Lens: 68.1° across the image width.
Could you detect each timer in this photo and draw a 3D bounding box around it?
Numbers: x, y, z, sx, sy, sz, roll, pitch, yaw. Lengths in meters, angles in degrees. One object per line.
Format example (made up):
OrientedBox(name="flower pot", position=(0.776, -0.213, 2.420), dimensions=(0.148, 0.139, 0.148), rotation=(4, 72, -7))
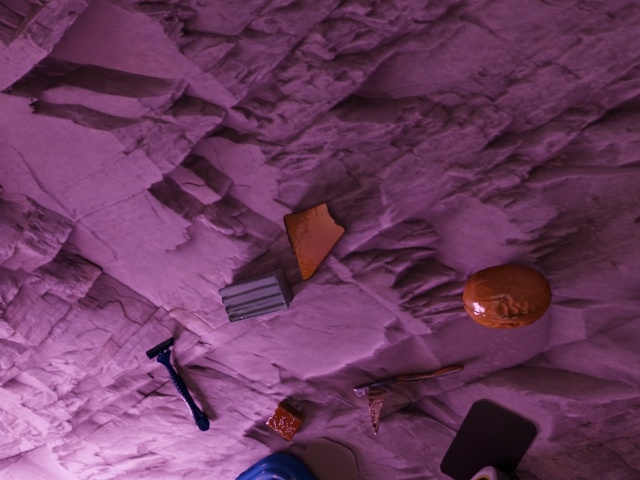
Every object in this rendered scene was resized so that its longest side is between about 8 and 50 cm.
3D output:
OrientedBox(name="timer", position=(-0.120, 0.852, 1.473), dimensions=(0.309, 0.115, 0.340), rotation=(-40, 87, 19))

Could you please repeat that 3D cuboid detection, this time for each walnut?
OrientedBox(name="walnut", position=(0.450, 0.136, 1.145), dimensions=(0.206, 0.159, 0.159), rotation=(-5, 100, 10))

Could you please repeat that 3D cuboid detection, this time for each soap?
OrientedBox(name="soap", position=(-0.187, 0.162, 1.382), dimensions=(0.198, 0.063, 0.115), rotation=(-16, 98, 19))

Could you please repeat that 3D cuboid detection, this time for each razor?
OrientedBox(name="razor", position=(-0.448, 0.475, 1.533), dimensions=(0.056, 0.093, 0.324), rotation=(-16, 103, 59))

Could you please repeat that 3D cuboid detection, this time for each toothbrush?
OrientedBox(name="toothbrush", position=(0.242, 0.389, 1.323), dimensions=(0.320, 0.023, 0.031), rotation=(-21, 101, 20))

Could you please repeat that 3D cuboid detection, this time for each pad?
OrientedBox(name="pad", position=(0.459, 0.578, 1.307), dimensions=(0.181, 0.004, 0.267), rotation=(25, 107, 10))

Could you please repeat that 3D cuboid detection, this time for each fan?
OrientedBox(name="fan", position=(0.020, 0.756, 1.468), dimensions=(0.182, 0.010, 0.311), rotation=(12, 104, 17))

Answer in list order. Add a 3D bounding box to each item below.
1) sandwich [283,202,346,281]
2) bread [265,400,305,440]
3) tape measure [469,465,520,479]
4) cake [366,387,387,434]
OrientedBox(name="sandwich", position=(0.000, 0.000, 1.297), dimensions=(0.162, 0.058, 0.193), rotation=(-16, 94, 18))
OrientedBox(name="bread", position=(-0.108, 0.552, 1.452), dimensions=(0.094, 0.035, 0.090), rotation=(32, 108, 8))
OrientedBox(name="tape measure", position=(0.443, 0.712, 1.212), dimensions=(0.115, 0.235, 0.207), rotation=(39, 109, 3))
OrientedBox(name="cake", position=(0.152, 0.484, 1.343), dimensions=(0.055, 0.051, 0.140), rotation=(9, 114, 7))
